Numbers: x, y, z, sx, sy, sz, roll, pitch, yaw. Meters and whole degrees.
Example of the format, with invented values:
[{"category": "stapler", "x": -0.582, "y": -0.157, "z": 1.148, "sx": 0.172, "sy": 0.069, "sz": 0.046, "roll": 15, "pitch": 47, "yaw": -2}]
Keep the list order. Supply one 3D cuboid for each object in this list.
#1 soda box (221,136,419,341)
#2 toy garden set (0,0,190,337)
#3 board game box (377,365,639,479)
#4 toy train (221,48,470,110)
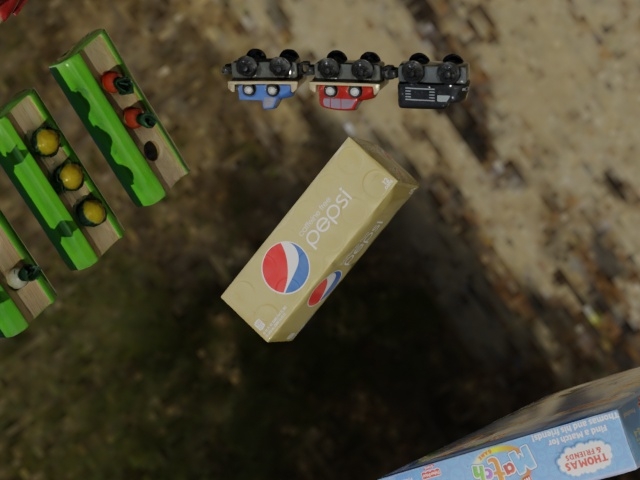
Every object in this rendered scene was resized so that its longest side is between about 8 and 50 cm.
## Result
[{"category": "soda box", "x": 0.000, "y": 0.000, "z": 1.614, "sx": 0.061, "sy": 0.181, "sz": 0.058, "roll": 43, "pitch": -166, "yaw": 18}, {"category": "toy garden set", "x": -0.192, "y": -0.057, "z": 1.102, "sx": 0.049, "sy": 0.244, "sz": 0.204, "roll": -7, "pitch": 121, "yaw": 46}, {"category": "board game box", "x": 0.154, "y": 0.109, "z": 1.103, "sx": 0.211, "sy": 0.160, "sz": 0.039, "roll": -14, "pitch": -96, "yaw": -55}, {"category": "toy train", "x": 0.015, "y": -0.098, "z": 1.177, "sx": 0.027, "sy": 0.158, "sz": 0.036, "roll": -52, "pitch": -38, "yaw": -64}]
